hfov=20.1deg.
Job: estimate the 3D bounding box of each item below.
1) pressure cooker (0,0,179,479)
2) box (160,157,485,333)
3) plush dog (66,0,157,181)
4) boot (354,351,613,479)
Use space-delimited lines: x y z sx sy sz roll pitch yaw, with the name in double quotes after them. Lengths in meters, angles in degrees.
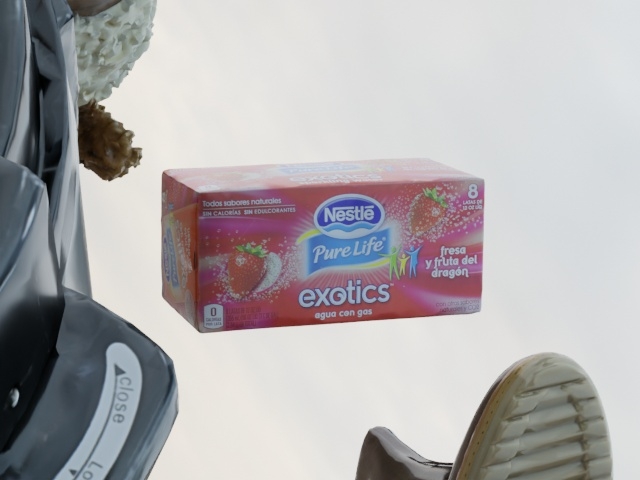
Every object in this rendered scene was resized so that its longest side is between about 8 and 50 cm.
-0.245 0.024 0.551 0.420 0.370 0.375 94 -21 -56 "pressure cooker"
0.000 0.000 1.545 0.128 0.257 0.122 -150 -121 -68 "box"
-0.154 -0.165 1.009 0.210 0.262 0.225 57 -27 17 "plush dog"
0.064 0.145 0.985 0.207 0.090 0.248 -136 -129 -60 "boot"
